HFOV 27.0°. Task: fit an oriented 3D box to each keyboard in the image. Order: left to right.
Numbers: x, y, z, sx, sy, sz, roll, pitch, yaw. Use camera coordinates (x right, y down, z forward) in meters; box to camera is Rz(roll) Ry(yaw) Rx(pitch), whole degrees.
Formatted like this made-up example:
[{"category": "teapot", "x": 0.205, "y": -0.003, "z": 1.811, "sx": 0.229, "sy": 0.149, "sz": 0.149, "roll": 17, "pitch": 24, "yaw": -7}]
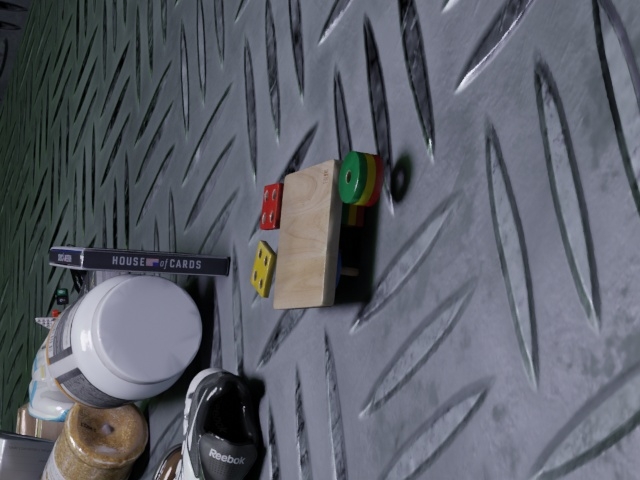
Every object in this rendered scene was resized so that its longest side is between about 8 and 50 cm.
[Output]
[{"category": "keyboard", "x": -0.424, "y": 0.062, "z": 2.411, "sx": 0.192, "sy": 0.038, "sz": 0.100, "roll": -151, "pitch": 47, "yaw": -67}]

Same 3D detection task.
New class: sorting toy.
[{"category": "sorting toy", "x": 0.000, "y": 0.000, "z": 1.252, "sx": 0.274, "sy": 0.046, "sz": 0.132, "roll": 168, "pitch": 108, "yaw": -68}]

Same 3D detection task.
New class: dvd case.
[{"category": "dvd case", "x": -0.234, "y": 0.025, "z": 1.680, "sx": 0.239, "sy": 0.179, "sz": 0.029, "roll": -177, "pitch": 90, "yaw": -70}]

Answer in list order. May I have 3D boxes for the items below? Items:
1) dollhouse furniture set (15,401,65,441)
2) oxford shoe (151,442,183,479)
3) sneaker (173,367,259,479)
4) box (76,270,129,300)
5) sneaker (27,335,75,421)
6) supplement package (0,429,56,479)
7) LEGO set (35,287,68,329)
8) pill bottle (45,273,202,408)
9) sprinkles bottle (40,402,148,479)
[{"category": "dollhouse furniture set", "x": -0.660, "y": 0.357, "z": 2.394, "sx": 0.256, "sy": 0.394, "sz": 0.362, "roll": 149, "pitch": 126, "yaw": -64}, {"category": "oxford shoe", "x": -0.142, "y": 0.341, "z": 1.484, "sx": 0.096, "sy": 0.083, "sz": 0.227, "roll": -4, "pitch": 87, "yaw": 60}, {"category": "sneaker", "x": -0.112, "y": 0.246, "z": 1.419, "sx": 0.106, "sy": 0.078, "sz": 0.234, "roll": 147, "pitch": 130, "yaw": -67}, {"category": "box", "x": -0.350, "y": 0.159, "z": 2.120, "sx": 0.183, "sy": 0.056, "sz": 0.231, "roll": 121, "pitch": 149, "yaw": -46}, {"category": "sneaker", "x": -0.399, "y": 0.213, "z": 2.028, "sx": 0.229, "sy": 0.087, "sz": 0.092, "roll": -144, "pitch": 65, "yaw": -65}, {"category": "supplement package", "x": -0.542, "y": 0.444, "z": 2.166, "sx": 0.198, "sy": 0.199, "sz": 0.262, "roll": 5, "pitch": 81, "yaw": 30}, {"category": "LEGO set", "x": -0.441, "y": 0.206, "z": 2.252, "sx": 0.182, "sy": 0.060, "sz": 0.244, "roll": -172, "pitch": 78, "yaw": -81}, {"category": "pill bottle", "x": -0.255, "y": 0.131, "z": 1.726, "sx": 0.278, "sy": 0.162, "sz": 0.162, "roll": 154, "pitch": 121, "yaw": -65}, {"category": "sprinkles bottle", "x": -0.355, "y": 0.360, "z": 1.970, "sx": 0.355, "sy": 0.121, "sz": 0.121, "roll": 121, "pitch": 150, "yaw": -46}]
